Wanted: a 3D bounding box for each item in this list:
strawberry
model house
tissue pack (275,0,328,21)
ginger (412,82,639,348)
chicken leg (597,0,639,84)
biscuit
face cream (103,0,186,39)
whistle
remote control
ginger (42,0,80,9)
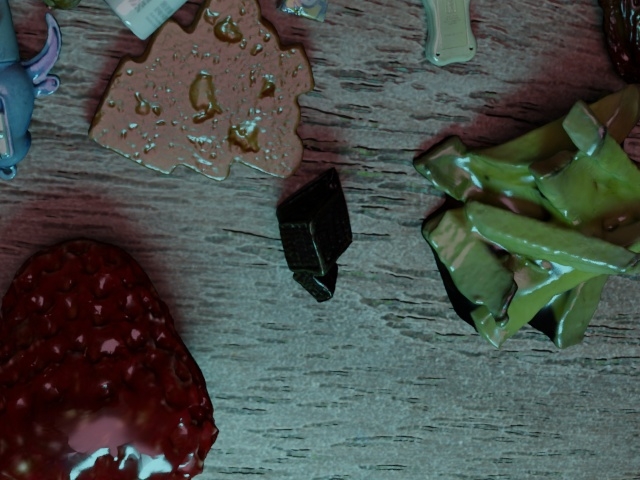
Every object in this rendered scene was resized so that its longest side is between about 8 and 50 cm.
[{"bbox_3d":[-0.303,0.170,1.353,0.318,0.295,0.345,-9,94,27],"label":"strawberry"},{"bbox_3d":[0.002,0.006,1.428,0.106,0.152,0.165,-18,110,-1],"label":"model house"},{"bbox_3d":[-0.017,-0.335,1.370,0.063,0.035,0.083,11,105,-17],"label":"tissue pack"},{"bbox_3d":[0.323,-0.015,1.470,0.359,0.211,0.413,-2,109,-11],"label":"ginger"},{"bbox_3d":[0.461,-0.398,1.438,0.158,0.096,0.406,-5,107,-17],"label":"chicken leg"},{"bbox_3d":[-0.160,-0.190,1.379,0.306,0.043,0.283,-17,112,-5],"label":"biscuit"},{"bbox_3d":[-0.127,-0.398,1.288,0.345,0.102,0.102,-42,112,4],"label":"face cream"},{"bbox_3d":[-0.408,-0.207,1.295,0.180,0.093,0.269,-5,103,-6],"label":"whistle"},{"bbox_3d":[0.175,-0.303,1.429,0.074,0.032,0.122,-11,109,-10],"label":"remote control"},{"bbox_3d":[-0.304,-0.380,1.261,0.104,0.080,0.204,15,102,-23],"label":"ginger"}]
